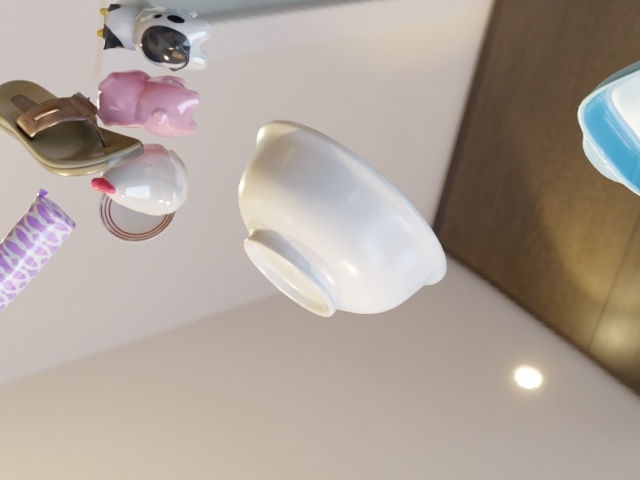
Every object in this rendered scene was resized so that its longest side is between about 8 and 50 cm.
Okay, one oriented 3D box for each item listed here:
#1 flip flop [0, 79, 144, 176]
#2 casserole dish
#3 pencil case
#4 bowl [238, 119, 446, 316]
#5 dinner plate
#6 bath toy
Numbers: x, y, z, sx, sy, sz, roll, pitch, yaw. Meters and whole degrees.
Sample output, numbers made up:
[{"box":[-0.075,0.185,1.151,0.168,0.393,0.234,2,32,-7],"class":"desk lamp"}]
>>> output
[{"box":[-0.340,-0.161,1.493,0.112,0.080,0.277,-26,-135,-35],"class":"flip flop"},{"box":[0.265,-0.091,0.777,0.114,0.188,0.037,46,-130,-22],"class":"casserole dish"},{"box":[-0.491,0.021,1.868,0.088,0.206,0.086,44,180,26],"class":"pencil case"},{"box":[0.000,0.000,1.426,0.298,0.298,0.134,31,-108,27],"class":"bowl"},{"box":[-0.321,-0.059,2.028,0.141,0.017,0.141,-1,-112,2],"class":"dinner plate"},{"box":[-0.236,-0.199,1.507,0.129,0.348,0.151,-6,-155,-33],"class":"bath toy"}]
